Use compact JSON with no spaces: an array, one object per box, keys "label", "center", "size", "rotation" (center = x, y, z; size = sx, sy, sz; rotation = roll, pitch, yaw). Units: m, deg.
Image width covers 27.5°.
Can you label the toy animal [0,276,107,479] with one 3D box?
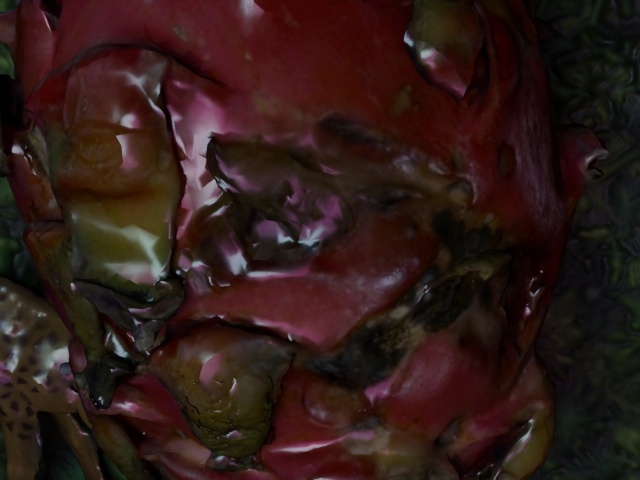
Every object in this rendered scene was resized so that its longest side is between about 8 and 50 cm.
[{"label":"toy animal","center":[-0.178,0.068,0.712],"size":[0.149,0.054,0.275],"rotation":[-35,102,20]}]

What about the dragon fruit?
[{"label":"dragon fruit","center":[0.000,0.000,0.570],"size":[0.269,0.250,0.291],"rotation":[-24,97,-4]}]
